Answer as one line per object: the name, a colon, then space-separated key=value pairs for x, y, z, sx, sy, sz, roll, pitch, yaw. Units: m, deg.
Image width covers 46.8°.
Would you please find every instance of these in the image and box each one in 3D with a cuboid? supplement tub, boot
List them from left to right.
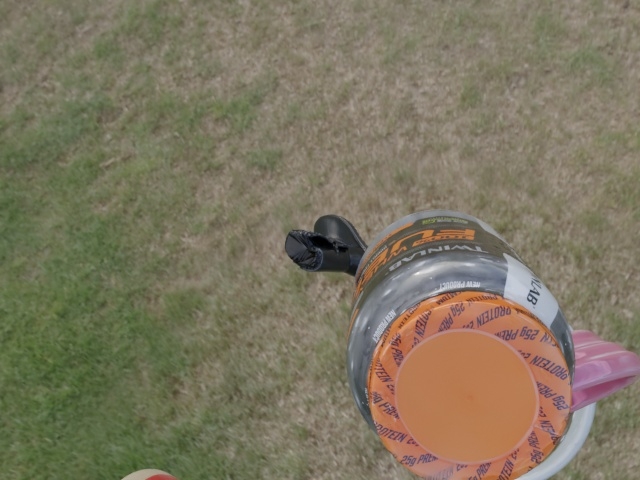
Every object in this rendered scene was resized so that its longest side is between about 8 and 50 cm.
boot: x=0.000 y=0.000 z=1.723 sx=0.246 sy=0.207 sz=0.094 roll=47 pitch=115 yaw=44
supplement tub: x=0.131 y=0.092 z=0.752 sx=0.207 sy=0.338 sz=0.207 roll=1 pitch=101 yaw=3

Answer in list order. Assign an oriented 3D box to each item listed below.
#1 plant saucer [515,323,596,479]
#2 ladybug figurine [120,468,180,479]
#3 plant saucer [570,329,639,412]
plant saucer: x=0.341 y=0.289 z=1.486 sx=0.400 sy=0.100 sz=0.401 roll=0 pitch=90 yaw=19
ladybug figurine: x=-0.369 y=0.683 z=1.676 sx=0.161 sy=0.449 sz=0.305 roll=5 pitch=74 yaw=16
plant saucer: x=0.279 y=0.214 z=1.037 sx=0.332 sy=0.332 sz=0.084 roll=-21 pitch=68 yaw=1
